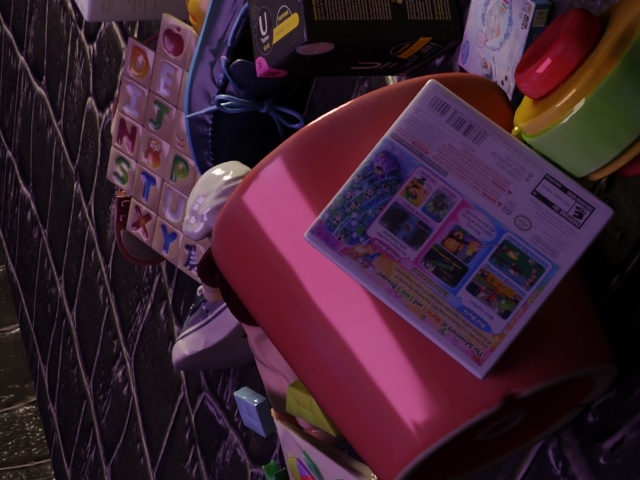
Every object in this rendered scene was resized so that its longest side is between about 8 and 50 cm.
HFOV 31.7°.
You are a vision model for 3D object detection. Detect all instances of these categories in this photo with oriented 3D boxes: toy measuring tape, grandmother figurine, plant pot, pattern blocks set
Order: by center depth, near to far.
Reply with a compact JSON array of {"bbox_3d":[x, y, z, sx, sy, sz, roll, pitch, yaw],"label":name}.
[{"bbox_3d":[0.214,-0.112,0.703,0.330,0.121,0.121,149,113,-63],"label":"toy measuring tape"},{"bbox_3d":[0.085,0.047,0.879,0.243,0.275,0.275,62,148,25],"label":"plant pot"},{"bbox_3d":[0.022,0.272,1.162,0.325,0.026,0.285,7,121,57],"label":"pattern blocks set"},{"bbox_3d":[-0.061,0.066,1.208,0.208,0.104,0.342,12,133,38],"label":"grandmother figurine"}]

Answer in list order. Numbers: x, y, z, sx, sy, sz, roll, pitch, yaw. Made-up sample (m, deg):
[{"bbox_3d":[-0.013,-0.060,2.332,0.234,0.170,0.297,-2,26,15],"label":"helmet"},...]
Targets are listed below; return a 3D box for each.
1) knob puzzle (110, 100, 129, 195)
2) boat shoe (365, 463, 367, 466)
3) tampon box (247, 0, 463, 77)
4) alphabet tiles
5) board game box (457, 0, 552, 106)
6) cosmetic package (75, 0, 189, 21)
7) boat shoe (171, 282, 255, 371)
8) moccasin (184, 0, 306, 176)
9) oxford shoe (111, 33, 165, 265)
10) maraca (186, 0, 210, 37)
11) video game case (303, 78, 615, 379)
[{"bbox_3d":[-0.222,-0.167,1.608,0.213,0.030,0.213,4,100,23],"label":"knob puzzle"},{"bbox_3d":[0.082,0.245,1.145,0.133,0.049,0.042,-169,68,-69],"label":"boat shoe"},{"bbox_3d":[0.028,-0.214,1.038,0.120,0.161,0.101,160,103,-65],"label":"tampon box"},{"bbox_3d":[-0.185,-0.120,1.540,0.285,0.011,0.342,34,124,29],"label":"alphabet tiles"},{"bbox_3d":[0.153,-0.172,0.944,0.090,0.020,0.090,-127,39,-49],"label":"board game box"},{"bbox_3d":[-0.254,-0.408,1.587,0.151,0.184,0.151,-124,37,-46],"label":"cosmetic package"},{"bbox_3d":[-0.103,0.056,1.450,0.340,0.127,0.158,-37,55,52],"label":"boat shoe"},{"bbox_3d":[-0.083,-0.207,1.315,0.117,0.138,0.342,34,125,49],"label":"moccasin"},{"bbox_3d":[-0.255,-0.141,1.727,0.130,0.123,0.348,-96,15,-85],"label":"oxford shoe"},{"bbox_3d":[-0.110,-0.326,1.399,0.127,0.099,0.185,139,146,-82],"label":"maraca"},{"bbox_3d":[0.092,-0.010,0.761,0.157,0.143,0.019,38,178,14],"label":"video game case"}]
